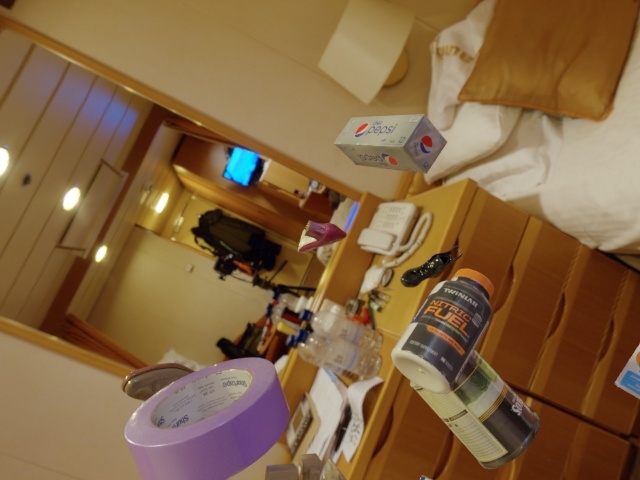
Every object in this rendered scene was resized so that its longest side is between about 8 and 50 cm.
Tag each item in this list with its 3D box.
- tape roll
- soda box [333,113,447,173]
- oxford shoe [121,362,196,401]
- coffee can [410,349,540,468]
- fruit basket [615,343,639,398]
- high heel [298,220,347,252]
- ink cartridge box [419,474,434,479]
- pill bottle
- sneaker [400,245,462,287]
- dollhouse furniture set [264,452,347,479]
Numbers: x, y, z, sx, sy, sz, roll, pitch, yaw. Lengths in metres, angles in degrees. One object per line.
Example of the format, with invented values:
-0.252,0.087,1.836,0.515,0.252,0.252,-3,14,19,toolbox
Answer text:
-0.198,0.317,0.802,0.275,0.274,0.090,-133,26,-80,tape roll
0.157,-0.233,1.064,0.091,0.098,0.286,-56,31,-6,soda box
-0.420,0.464,1.354,0.123,0.348,0.130,-61,38,15,oxford shoe
0.408,0.428,1.198,0.201,0.275,0.201,-42,-8,-7,coffee can
0.868,0.251,0.916,0.353,0.327,0.165,-47,-37,-13,fruit basket
0.000,0.000,1.380,0.244,0.117,0.082,120,165,-66,high heel
0.249,0.423,0.477,0.371,0.069,0.176,8,56,40,ink cartridge box
0.258,0.170,0.895,0.246,0.130,0.130,-49,2,-26,pill bottle
0.296,0.070,1.193,0.051,0.170,0.089,60,149,26,sneaker
-0.038,0.453,0.807,0.123,0.151,0.144,-176,90,-71,dollhouse furniture set
